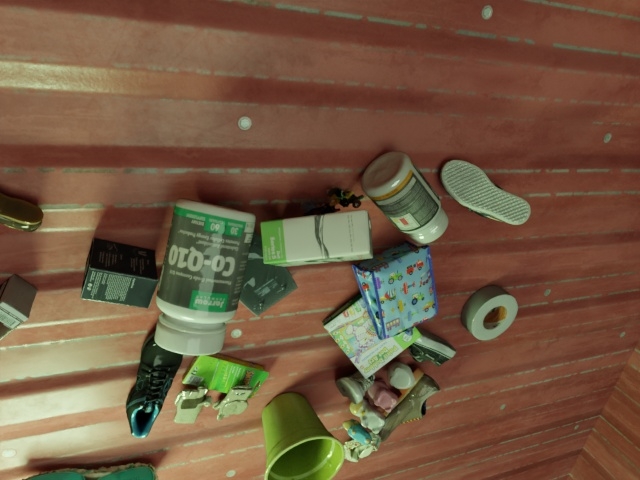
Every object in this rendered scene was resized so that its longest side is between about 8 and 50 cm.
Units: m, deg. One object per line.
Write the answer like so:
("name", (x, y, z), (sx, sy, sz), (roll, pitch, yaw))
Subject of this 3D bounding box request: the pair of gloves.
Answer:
("pair of gloves", (-0.358, 0.533, 1.470), (0.240, 0.042, 0.204), (4, 131, -20))

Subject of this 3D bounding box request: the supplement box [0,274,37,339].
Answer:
("supplement box", (-0.811, 0.205, 1.069), (0.239, 0.130, 0.073), (-37, 124, 0))

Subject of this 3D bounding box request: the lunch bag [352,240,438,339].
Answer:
("lunch bag", (0.263, 0.180, 1.447), (0.221, 0.138, 0.293), (-22, 105, -18))

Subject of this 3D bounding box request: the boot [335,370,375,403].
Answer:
("boot", (0.138, 0.504, 1.585), (0.123, 0.258, 0.095), (-26, 85, -14))

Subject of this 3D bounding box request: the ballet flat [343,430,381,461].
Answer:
("ballet flat", (0.153, 0.847, 1.802), (0.091, 0.077, 0.241), (32, 124, -12))

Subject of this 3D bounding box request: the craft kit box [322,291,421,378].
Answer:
("craft kit box", (0.177, 0.305, 1.530), (0.250, 0.061, 0.246), (-38, 103, 0))

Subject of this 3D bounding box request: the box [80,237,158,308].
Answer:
("box", (-0.502, 0.082, 1.118), (0.158, 0.156, 0.093), (14, 110, -29))

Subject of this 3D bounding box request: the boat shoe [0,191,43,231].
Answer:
("boat shoe", (-0.733, -0.078, 0.989), (0.207, 0.073, 0.073), (33, 140, -27))

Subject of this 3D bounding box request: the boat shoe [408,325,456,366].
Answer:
("boat shoe", (0.396, 0.412, 1.691), (0.335, 0.121, 0.119), (31, 97, -34))

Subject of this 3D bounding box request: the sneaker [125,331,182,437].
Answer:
("sneaker", (-0.484, 0.422, 1.316), (0.125, 0.139, 0.340), (13, 109, -26))

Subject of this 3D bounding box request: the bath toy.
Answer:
("bath toy", (0.230, 0.610, 1.727), (0.151, 0.129, 0.348), (37, 96, 11))

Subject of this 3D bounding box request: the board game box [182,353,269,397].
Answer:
("board game box", (-0.307, 0.443, 1.464), (0.260, 0.039, 0.124), (27, 105, -29))

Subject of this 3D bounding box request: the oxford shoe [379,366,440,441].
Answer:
("oxford shoe", (0.339, 0.689, 1.782), (0.363, 0.133, 0.130), (-60, 158, 16))

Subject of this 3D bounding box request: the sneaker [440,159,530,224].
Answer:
("sneaker", (0.516, -0.152, 1.455), (0.321, 0.127, 0.126), (31, 96, -7))

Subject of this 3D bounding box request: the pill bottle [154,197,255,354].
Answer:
("pill bottle", (-0.295, 0.087, 1.124), (0.204, 0.204, 0.360), (10, 93, -27))

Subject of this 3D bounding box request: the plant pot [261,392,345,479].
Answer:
("plant pot", (-0.090, 0.684, 1.552), (0.276, 0.254, 0.276), (-10, 120, -18))

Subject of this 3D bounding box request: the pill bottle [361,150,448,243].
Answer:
("pill bottle", (0.258, -0.121, 1.327), (0.162, 0.162, 0.278), (-44, 123, 4))

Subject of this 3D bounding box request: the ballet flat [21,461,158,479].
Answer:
("ballet flat", (-0.739, 0.809, 1.426), (0.409, 0.147, 0.146), (8, 112, -26))

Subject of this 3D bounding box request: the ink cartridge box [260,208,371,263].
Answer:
("ink cartridge box", (0.000, 0.000, 1.195), (0.273, 0.198, 0.114), (-6, 83, 9))

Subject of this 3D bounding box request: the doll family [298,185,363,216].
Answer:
("doll family", (0.030, -0.101, 1.272), (0.193, 0.111, 0.076), (-32, 124, -4))

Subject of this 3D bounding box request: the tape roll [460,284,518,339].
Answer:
("tape roll", (0.673, 0.289, 1.774), (0.219, 0.072, 0.219), (-10, 120, -17))

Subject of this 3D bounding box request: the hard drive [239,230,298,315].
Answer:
("hard drive", (-0.197, 0.093, 1.314), (0.172, 0.054, 0.254), (-36, 123, -2))
